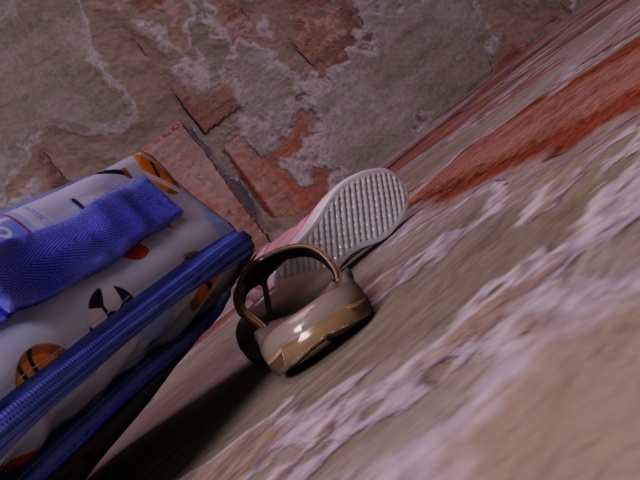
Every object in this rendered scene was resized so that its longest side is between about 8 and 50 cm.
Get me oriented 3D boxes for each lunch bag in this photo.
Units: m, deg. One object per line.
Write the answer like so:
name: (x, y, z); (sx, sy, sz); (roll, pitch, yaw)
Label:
lunch bag: (-0.159, 0.080, 0.449); (0.243, 0.115, 0.303); (-48, -1, 26)

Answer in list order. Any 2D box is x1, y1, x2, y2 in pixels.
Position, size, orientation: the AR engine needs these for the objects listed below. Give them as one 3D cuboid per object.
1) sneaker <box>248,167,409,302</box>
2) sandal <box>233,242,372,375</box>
sneaker: (0.000, 0.000, 0.665); (0.134, 0.051, 0.070); (-44, 11, -28)
sandal: (-0.018, 0.028, 0.490); (0.072, 0.049, 0.180); (-38, 3, -6)
